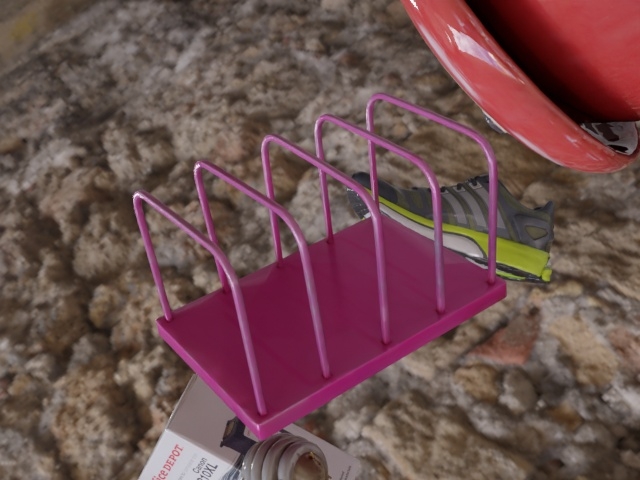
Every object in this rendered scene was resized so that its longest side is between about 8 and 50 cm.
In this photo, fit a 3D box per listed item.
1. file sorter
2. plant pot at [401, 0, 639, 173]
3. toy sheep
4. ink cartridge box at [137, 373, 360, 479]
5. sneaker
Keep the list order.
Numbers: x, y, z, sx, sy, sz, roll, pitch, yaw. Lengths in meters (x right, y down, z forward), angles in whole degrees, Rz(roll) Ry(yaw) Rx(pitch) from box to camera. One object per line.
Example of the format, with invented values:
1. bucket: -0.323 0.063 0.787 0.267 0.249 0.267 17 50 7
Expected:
1. file sorter: 0.000 0.000 0.765 0.202 0.290 0.182 33 140 47
2. plant pot: 0.133 -0.138 0.342 0.191 0.174 0.191 31 -142 -28
3. toy sheep: -0.042 0.243 0.838 0.132 0.091 0.091 -8 130 44
4. ink cartridge box: -0.097 0.297 1.032 0.237 0.100 0.172 30 133 -2
5. sneaker: 0.179 -0.038 1.093 0.300 0.121 0.111 20 168 -8
